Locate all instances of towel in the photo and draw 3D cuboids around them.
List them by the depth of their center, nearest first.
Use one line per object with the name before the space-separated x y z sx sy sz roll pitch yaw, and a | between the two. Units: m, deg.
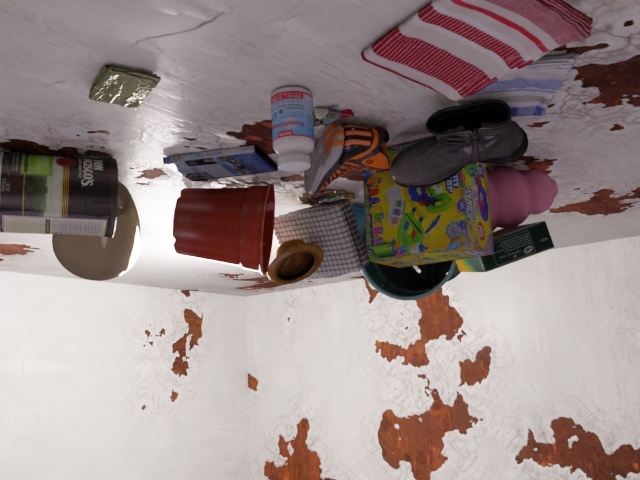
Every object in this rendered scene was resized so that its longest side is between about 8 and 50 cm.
towel | 0.256 -0.338 1.224 0.237 0.037 0.329 16 161 -30
towel | -0.383 -0.295 1.386 0.110 0.027 0.148 6 166 -32
towel | 0.389 -0.310 1.471 0.210 0.034 0.285 -3 168 4
towel | 0.000 0.000 2.313 0.284 0.234 0.121 -10 -163 37

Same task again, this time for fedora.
fedora | -0.087 0.055 2.245 0.195 0.079 0.194 -15 142 -12

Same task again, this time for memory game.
memory game | 0.020 -0.134 2.284 0.186 0.012 0.186 -2 169 0

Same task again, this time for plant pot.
plant pot | -0.622 -0.054 2.047 0.257 0.256 0.274 2 154 -23
plant pot | -0.282 -0.043 2.107 0.265 0.272 0.272 5 168 3
plant pot | 0.346 0.027 2.437 0.341 0.340 0.334 -8 175 26

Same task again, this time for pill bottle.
pill bottle | -0.056 -0.225 1.464 0.087 0.160 0.087 -3 168 -1

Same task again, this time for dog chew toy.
dog chew toy | 0.506 -0.118 2.045 0.332 0.206 0.206 -11 168 3

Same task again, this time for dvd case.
dvd case | -0.258 -0.200 1.881 0.253 0.022 0.180 -6 169 14

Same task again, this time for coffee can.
coffee can | -0.653 -0.111 1.779 0.276 0.201 0.201 2 167 -21

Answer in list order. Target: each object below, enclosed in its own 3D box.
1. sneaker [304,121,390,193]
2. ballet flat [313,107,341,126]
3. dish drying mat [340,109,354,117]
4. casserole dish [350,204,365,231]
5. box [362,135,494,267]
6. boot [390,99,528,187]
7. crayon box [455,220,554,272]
sneaker | 0.070 -0.188 1.761 0.180 0.124 0.321 2 167 -17
ballet flat | -0.010 -0.270 1.570 0.114 0.041 0.041 -13 165 35
dish drying mat | 0.031 -0.278 1.602 0.083 0.008 0.032 -7 168 18
casserole dish | 0.133 -0.062 2.436 0.037 0.114 0.188 14 180 33
box | 0.273 -0.096 1.844 0.279 0.289 0.177 -9 166 33
boot | 0.278 -0.226 1.605 0.338 0.118 0.223 -18 160 26
crayon box | 0.507 0.022 2.059 0.203 0.083 0.323 -19 180 -4
